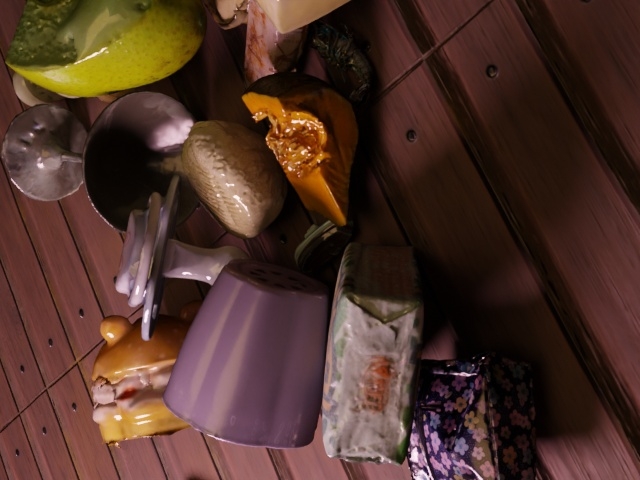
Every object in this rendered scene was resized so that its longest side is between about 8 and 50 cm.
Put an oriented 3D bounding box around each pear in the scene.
[{"bbox_3d":[-0.330,-0.398,1.544,0.317,0.238,0.343,14,83,26],"label":"pear"}]

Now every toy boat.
[{"bbox_3d":[0.000,0.000,1.489,0.140,0.059,0.066,-45,37,36],"label":"toy boat"}]

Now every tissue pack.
[{"bbox_3d":[0.074,0.146,1.271,0.127,0.311,0.228,6,103,1],"label":"tissue pack"}]

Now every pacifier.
[{"bbox_3d":[-0.224,0.031,1.524,0.238,0.225,0.287,127,150,-73],"label":"pacifier"}]

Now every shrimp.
[{"bbox_3d":[0.035,-0.290,1.420,0.174,0.076,0.082,57,169,16],"label":"shrimp"}]

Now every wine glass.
[{"bbox_3d":[-0.435,-0.155,1.739,0.406,0.267,0.267,8,102,46],"label":"wine glass"}]

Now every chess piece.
[{"bbox_3d":[-0.570,-0.352,1.915,0.251,0.144,0.145,-11,89,48],"label":"chess piece"}]

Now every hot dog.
[{"bbox_3d":[-0.076,-0.308,1.459,0.131,0.069,0.253,51,149,29],"label":"hot dog"}]

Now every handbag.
[{"bbox_3d":[0.210,0.275,1.277,0.207,0.126,0.229,-20,71,57],"label":"handbag"}]

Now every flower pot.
[{"bbox_3d":[-0.103,0.167,1.443,0.265,0.265,0.243,21,102,39],"label":"flower pot"}]

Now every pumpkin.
[{"bbox_3d":[-0.003,-0.157,1.409,0.131,0.126,0.248,7,130,53],"label":"pumpkin"}]

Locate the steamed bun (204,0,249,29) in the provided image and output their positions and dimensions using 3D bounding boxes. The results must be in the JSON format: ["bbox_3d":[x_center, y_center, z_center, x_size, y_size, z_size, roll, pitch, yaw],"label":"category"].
[{"bbox_3d":[-0.123,-0.466,1.502,0.192,0.106,0.178,-40,73,48],"label":"steamed bun"}]

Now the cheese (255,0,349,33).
[{"bbox_3d":[-0.028,-0.469,1.325,0.242,0.124,0.266,-33,70,-1],"label":"cheese"}]

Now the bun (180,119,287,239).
[{"bbox_3d":[-0.144,-0.116,1.543,0.220,0.134,0.220,44,157,24],"label":"bun"}]

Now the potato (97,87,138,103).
[{"bbox_3d":[-0.445,-0.338,1.785,0.172,0.089,0.100,59,162,-13],"label":"potato"}]

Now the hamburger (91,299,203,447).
[{"bbox_3d":[-0.297,0.243,1.659,0.276,0.276,0.237,-16,84,43],"label":"hamburger"}]
